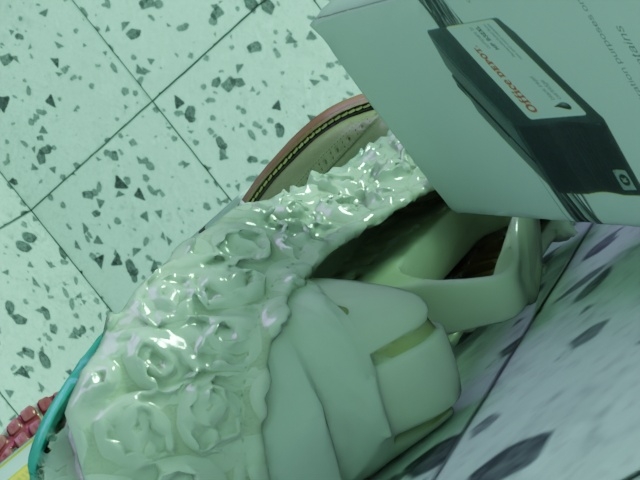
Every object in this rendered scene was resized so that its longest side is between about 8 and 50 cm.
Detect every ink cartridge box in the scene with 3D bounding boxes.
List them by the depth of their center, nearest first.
[{"bbox_3d":[0.162,-0.118,0.550,0.223,0.129,0.307,-41,16,-14],"label":"ink cartridge box"}]

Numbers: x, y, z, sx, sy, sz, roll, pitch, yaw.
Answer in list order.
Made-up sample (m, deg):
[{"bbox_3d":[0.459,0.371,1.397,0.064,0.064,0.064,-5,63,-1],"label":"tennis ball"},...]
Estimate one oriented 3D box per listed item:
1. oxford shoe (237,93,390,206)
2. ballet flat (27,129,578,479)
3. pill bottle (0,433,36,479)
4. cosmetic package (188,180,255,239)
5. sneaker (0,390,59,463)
[{"bbox_3d":[0.068,-0.032,0.930,0.348,0.123,0.130,-32,32,27],"label":"oxford shoe"},{"bbox_3d":[0.024,0.032,0.677,0.147,0.147,0.409,-36,4,37],"label":"ballet flat"},{"bbox_3d":[-0.176,0.183,0.940,0.184,0.103,0.103,-39,3,-28],"label":"pill bottle"},{"bbox_3d":[0.000,0.000,1.206,0.151,0.151,0.184,-40,2,-26],"label":"cosmetic package"},{"bbox_3d":[-0.200,0.190,1.320,0.299,0.121,0.112,-41,-26,-34],"label":"sneaker"}]
